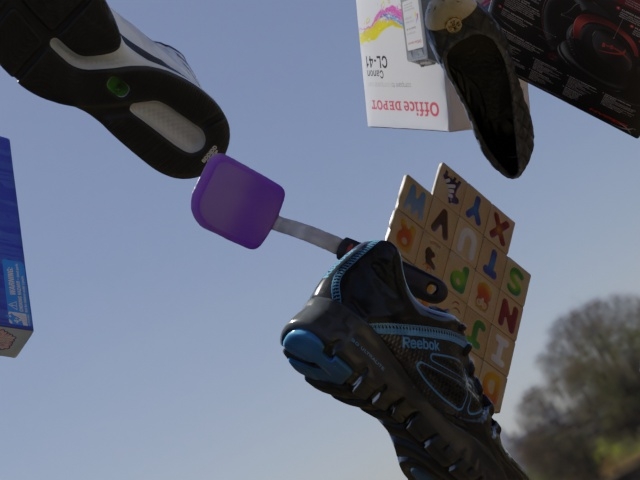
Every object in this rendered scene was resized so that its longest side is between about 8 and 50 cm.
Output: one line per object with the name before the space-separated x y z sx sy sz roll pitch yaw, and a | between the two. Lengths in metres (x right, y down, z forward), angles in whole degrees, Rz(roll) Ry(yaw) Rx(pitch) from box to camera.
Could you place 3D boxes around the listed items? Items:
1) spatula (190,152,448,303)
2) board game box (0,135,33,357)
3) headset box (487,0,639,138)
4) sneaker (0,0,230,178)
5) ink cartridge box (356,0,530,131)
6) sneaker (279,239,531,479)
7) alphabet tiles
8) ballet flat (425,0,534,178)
spatula | 0.000 0.000 1.450 0.084 0.296 0.030 -64 -10 -10
board game box | -0.521 -0.023 1.635 0.318 0.319 0.066 11 -44 -34
headset box | 0.303 -0.260 1.445 0.110 0.218 0.293 -58 -10 -19
sneaker | -0.327 -0.267 1.902 0.169 0.447 0.257 -47 16 4
ink cartridge box | 0.149 -0.299 1.734 0.131 0.306 0.226 -10 10 -26
sneaker | 0.115 0.144 1.271 0.125 0.341 0.140 -1 48 50
alphabet tiles | 0.182 0.076 1.860 0.011 0.343 0.285 -13 -41 45
ballet flat | 0.133 -0.126 1.078 0.057 0.173 0.049 -23 32 15
